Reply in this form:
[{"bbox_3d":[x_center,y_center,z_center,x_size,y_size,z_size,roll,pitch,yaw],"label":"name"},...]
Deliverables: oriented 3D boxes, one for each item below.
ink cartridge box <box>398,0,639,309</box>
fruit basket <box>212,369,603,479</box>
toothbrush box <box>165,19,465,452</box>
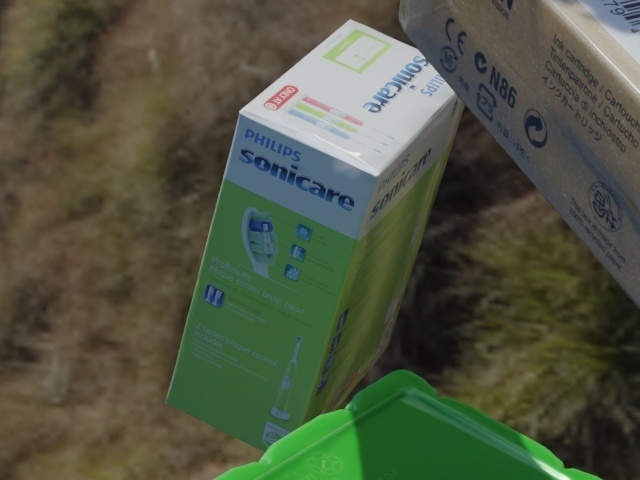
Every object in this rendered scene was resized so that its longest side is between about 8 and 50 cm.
[{"bbox_3d":[0.175,-0.077,0.803,0.234,0.193,0.088,54,148,38],"label":"ink cartridge box"},{"bbox_3d":[-0.015,0.299,1.107,0.283,0.392,0.392,28,108,30],"label":"fruit basket"},{"bbox_3d":[0.000,0.000,1.467,0.122,0.206,0.283,26,125,13],"label":"toothbrush box"}]
